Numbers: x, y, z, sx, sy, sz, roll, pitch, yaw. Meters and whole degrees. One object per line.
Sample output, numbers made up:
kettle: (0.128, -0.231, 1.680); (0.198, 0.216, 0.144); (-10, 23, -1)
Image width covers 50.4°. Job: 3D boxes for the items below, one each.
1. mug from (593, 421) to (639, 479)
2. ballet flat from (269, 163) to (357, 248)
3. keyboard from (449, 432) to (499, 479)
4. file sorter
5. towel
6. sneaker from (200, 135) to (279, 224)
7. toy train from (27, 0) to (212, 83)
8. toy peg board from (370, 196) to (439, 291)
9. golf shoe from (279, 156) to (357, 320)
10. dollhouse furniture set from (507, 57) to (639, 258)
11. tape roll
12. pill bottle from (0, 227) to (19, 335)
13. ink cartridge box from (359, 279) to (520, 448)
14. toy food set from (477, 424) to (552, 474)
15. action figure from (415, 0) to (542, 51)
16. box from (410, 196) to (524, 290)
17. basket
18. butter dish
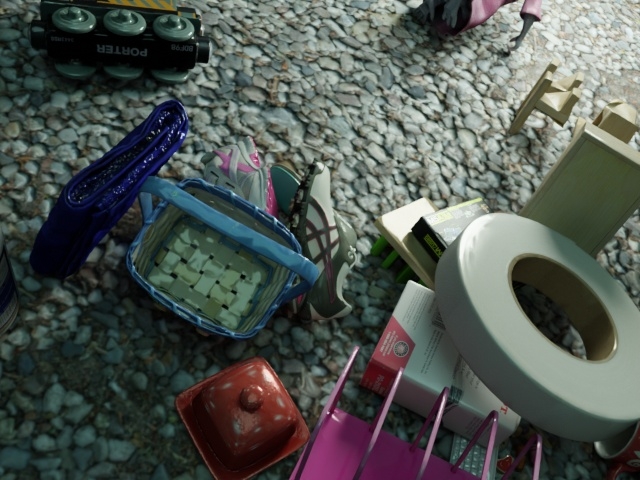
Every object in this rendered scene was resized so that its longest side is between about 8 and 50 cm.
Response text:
mug: (0.545, 0.353, 1.115); (0.169, 0.150, 0.113); (26, 18, -4)
ballet flat: (-0.015, -0.055, 1.231); (0.213, 0.072, 0.068); (49, 31, 16)
keyboard: (0.251, 0.306, 1.087); (0.072, 0.014, 0.256); (14, 54, 8)
file sorter: (0.124, 0.303, 0.907); (0.290, 0.182, 0.202); (24, 36, 8)
towel: (-0.310, -0.061, 1.002); (0.076, 0.308, 0.228); (45, 55, -10)
sneaker: (-0.142, -0.086, 1.166); (0.111, 0.103, 0.252); (-16, 34, -10)
toy train: (-0.379, -0.405, 1.306); (0.334, 0.142, 0.190); (0, 49, -17)
toy peg board: (0.181, 0.021, 1.235); (0.160, 0.079, 0.161); (-24, 68, -45)
golf shoe: (0.000, 0.000, 1.144); (0.120, 0.105, 0.273); (8, 80, -12)
dollhouse furniture set: (0.539, -0.135, 1.387); (0.362, 0.256, 0.394); (33, 34, 6)
tape roll: (0.360, 0.122, 1.072); (0.392, 0.072, 0.392); (18, 43, -18)
pill bottle: (-0.495, 0.030, 0.903); (0.153, 0.265, 0.153); (8, 56, -11)
ink cartridge box: (0.208, 0.197, 1.089); (0.237, 0.100, 0.172); (25, 55, 9)
toy food set: (0.318, 0.334, 1.093); (0.122, 0.019, 0.078); (-22, 66, -27)
action figure: (0.414, -0.612, 1.598); (0.370, 0.276, 0.248); (-22, 59, -12)
box: (0.281, 0.017, 1.213); (0.190, 0.045, 0.184); (-19, 62, -42)
basket: (-0.144, 0.026, 0.982); (0.254, 0.289, 0.201); (31, 64, -3)
butter dish: (-0.104, 0.240, 0.971); (0.160, 0.118, 0.160); (-23, 67, -28)
